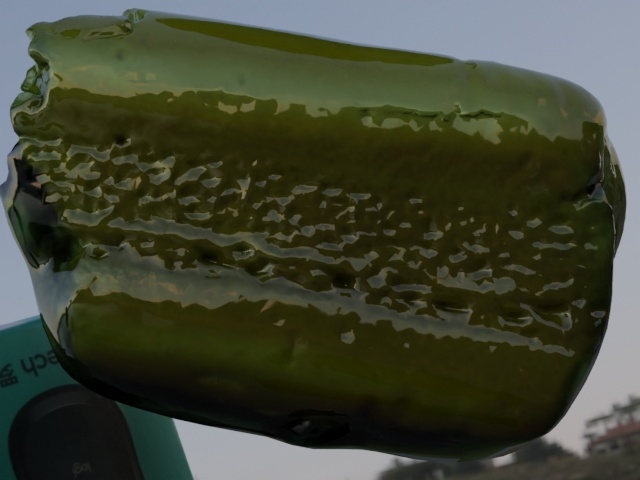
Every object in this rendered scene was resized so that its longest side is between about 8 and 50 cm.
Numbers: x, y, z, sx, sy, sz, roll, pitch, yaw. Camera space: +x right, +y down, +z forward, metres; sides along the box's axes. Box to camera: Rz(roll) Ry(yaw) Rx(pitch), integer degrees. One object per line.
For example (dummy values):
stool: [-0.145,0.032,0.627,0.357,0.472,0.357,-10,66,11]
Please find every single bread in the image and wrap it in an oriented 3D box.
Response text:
bread: [0.000,0.000,0.890,0.377,0.251,0.208,8,-3,0]

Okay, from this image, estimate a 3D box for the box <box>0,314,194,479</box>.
box: [-0.194,0.212,1.027,0.205,0.311,0.118,-16,-5,-42]
